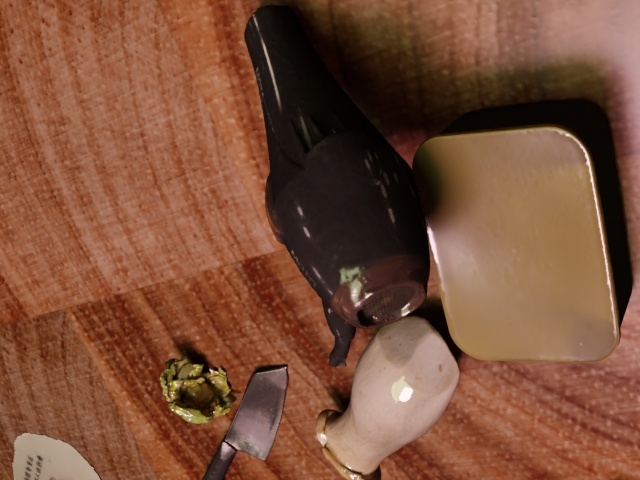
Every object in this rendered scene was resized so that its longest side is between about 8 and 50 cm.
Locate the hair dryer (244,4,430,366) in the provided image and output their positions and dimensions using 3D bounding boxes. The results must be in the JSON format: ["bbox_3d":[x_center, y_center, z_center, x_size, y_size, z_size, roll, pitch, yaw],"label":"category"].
[{"bbox_3d":[0.000,0.000,0.880,0.359,0.120,0.304,89,159,-54],"label":"hair dryer"}]

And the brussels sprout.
[{"bbox_3d":[-0.143,0.166,1.090,0.058,0.085,0.085,-27,100,40],"label":"brussels sprout"}]

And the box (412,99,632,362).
[{"bbox_3d":[0.170,-0.009,0.798,0.144,0.090,0.201,-3,113,32],"label":"box"}]

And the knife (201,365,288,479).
[{"bbox_3d":[-0.080,0.219,1.114,0.060,0.028,0.230,25,123,1],"label":"knife"}]

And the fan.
[{"bbox_3d":[-0.297,0.371,1.326,0.310,0.010,0.182,27,125,16],"label":"fan"}]

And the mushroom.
[{"bbox_3d":[0.064,0.157,0.950,0.097,0.088,0.212,29,132,-5],"label":"mushroom"}]
